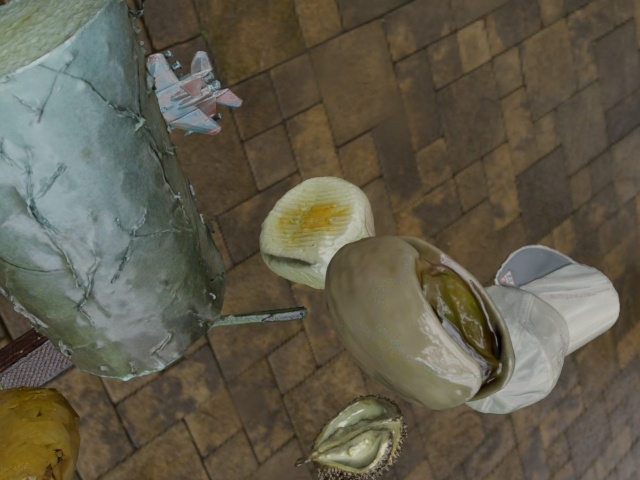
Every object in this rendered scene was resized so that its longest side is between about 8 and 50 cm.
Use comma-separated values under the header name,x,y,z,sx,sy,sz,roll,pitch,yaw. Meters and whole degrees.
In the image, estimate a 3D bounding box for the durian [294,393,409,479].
name,x,y,z,sx,sy,sz,roll,pitch,yaw
durian,0.042,0.239,0.908,0.140,0.110,0.071,-28,114,12

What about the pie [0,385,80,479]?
name,x,y,z,sx,sy,sz,roll,pitch,yaw
pie,-0.246,0.147,0.401,0.273,0.273,0.069,-23,102,-35

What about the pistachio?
name,x,y,z,sx,sy,sz,roll,pitch,yaw
pistachio,0.089,0.078,0.805,0.138,0.238,0.153,-8,114,-33

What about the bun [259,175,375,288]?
name,x,y,z,sx,sy,sz,roll,pitch,yaw
bun,0.000,0.000,1.538,0.243,0.244,0.153,-53,133,-19

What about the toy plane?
name,x,y,z,sx,sy,sz,roll,pitch,yaw
toy plane,-0.328,-0.265,1.592,0.223,0.327,0.104,51,35,-44

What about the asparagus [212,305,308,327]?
name,x,y,z,sx,sy,sz,roll,pitch,yaw
asparagus,-0.131,0.095,0.945,0.233,0.023,0.022,-4,147,-7

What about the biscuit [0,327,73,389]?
name,x,y,z,sx,sy,sz,roll,pitch,yaw
biscuit,-0.696,0.306,1.743,0.388,0.073,0.107,-35,140,-12

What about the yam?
name,x,y,z,sx,sy,sz,roll,pitch,yaw
yam,-0.222,-0.052,0.728,0.241,0.241,0.348,-42,137,-26

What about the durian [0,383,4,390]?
name,x,y,z,sx,sy,sz,roll,pitch,yaw
durian,-0.568,0.346,1.311,0.163,0.394,0.198,-13,89,-36

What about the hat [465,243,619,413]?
name,x,y,z,sx,sy,sz,roll,pitch,yaw
hat,0.301,0.143,1.151,0.275,0.161,0.232,-19,130,-9
